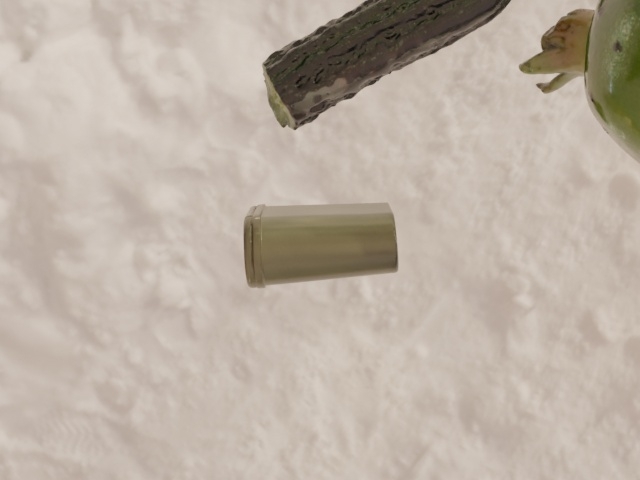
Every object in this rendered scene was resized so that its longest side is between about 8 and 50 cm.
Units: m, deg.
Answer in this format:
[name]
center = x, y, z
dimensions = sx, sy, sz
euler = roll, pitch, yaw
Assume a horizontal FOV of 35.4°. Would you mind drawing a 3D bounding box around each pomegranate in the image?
[pomegranate]
center = 0.373, -0.188, 1.057
dimensions = 0.340, 0.260, 0.261
euler = 9, 113, 46

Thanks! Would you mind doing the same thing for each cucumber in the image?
[cucumber]
center = 0.057, -0.181, 0.892
dimensions = 0.265, 0.077, 0.077
euler = -27, 96, 16

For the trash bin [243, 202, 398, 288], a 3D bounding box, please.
[trash bin]
center = 0.000, 0.000, 1.680
dimensions = 0.247, 0.243, 0.121
euler = -4, 99, 2
